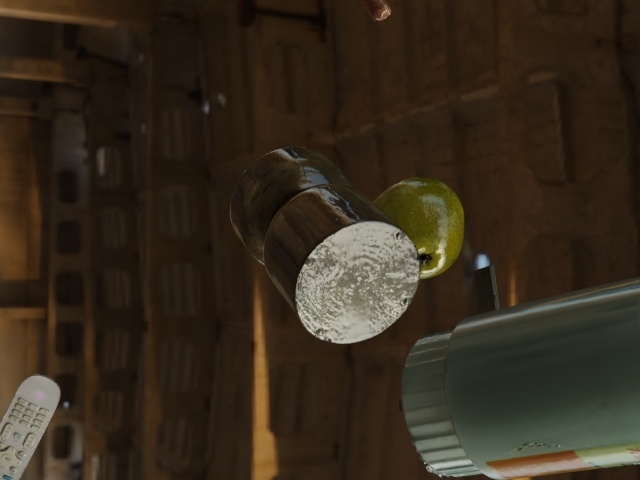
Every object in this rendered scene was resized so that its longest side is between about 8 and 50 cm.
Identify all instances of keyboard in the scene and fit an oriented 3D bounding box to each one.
[{"bbox_3d":[0.319,0.113,1.971,0.049,0.015,0.129,-25,-117,46],"label":"keyboard"}]

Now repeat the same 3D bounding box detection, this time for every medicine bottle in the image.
[{"bbox_3d":[0.237,0.123,0.914,0.318,0.158,0.158,-17,-109,36],"label":"medicine bottle"}]

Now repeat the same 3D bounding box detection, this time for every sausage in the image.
[{"bbox_3d":[0.063,-0.424,1.669,0.042,0.036,0.158,-36,-97,47],"label":"sausage"}]

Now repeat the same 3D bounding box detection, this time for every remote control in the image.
[{"bbox_3d":[-0.515,0.322,1.779,0.229,0.073,0.044,-60,-166,18],"label":"remote control"}]

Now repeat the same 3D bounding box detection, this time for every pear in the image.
[{"bbox_3d":[0.165,-0.022,1.842,0.198,0.198,0.198,-178,-90,-66],"label":"pear"}]

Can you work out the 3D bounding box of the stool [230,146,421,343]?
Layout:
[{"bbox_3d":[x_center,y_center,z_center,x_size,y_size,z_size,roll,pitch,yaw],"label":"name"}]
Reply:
[{"bbox_3d":[0.000,0.000,1.404,0.264,0.179,0.179,-132,-132,-56],"label":"stool"}]
